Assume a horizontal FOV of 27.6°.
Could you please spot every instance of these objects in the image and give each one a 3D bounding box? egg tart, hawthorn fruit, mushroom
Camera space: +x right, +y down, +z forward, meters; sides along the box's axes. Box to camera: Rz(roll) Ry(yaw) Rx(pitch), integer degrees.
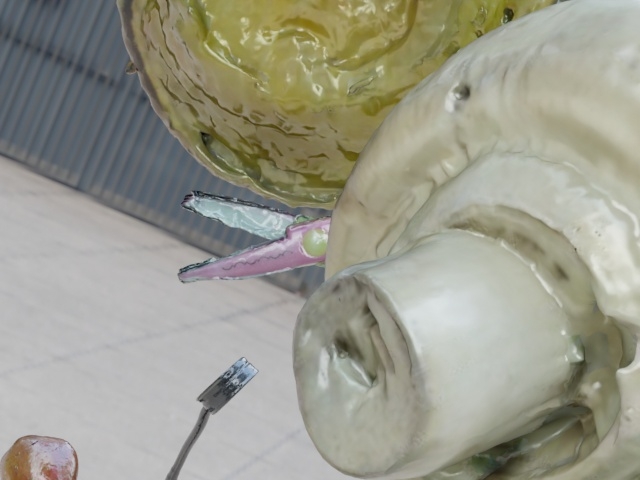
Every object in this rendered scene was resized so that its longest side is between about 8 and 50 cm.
[{"bbox_3d":[0.006,-0.183,0.887,0.345,0.345,0.132,24,13,8],"label":"egg tart"},{"bbox_3d":[-0.250,0.212,1.160,0.077,0.077,0.077,23,5,-2],"label":"hawthorn fruit"},{"bbox_3d":[0.094,0.038,0.521,0.254,0.260,0.234,7,20,44],"label":"mushroom"}]

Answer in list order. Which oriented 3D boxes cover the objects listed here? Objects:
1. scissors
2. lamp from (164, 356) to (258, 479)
[{"bbox_3d":[0.000,0.000,0.846,0.187,0.133,0.020,1,-8,4],"label":"scissors"},{"bbox_3d":[-0.132,0.261,1.446,0.108,0.371,0.130,45,36,7],"label":"lamp"}]
